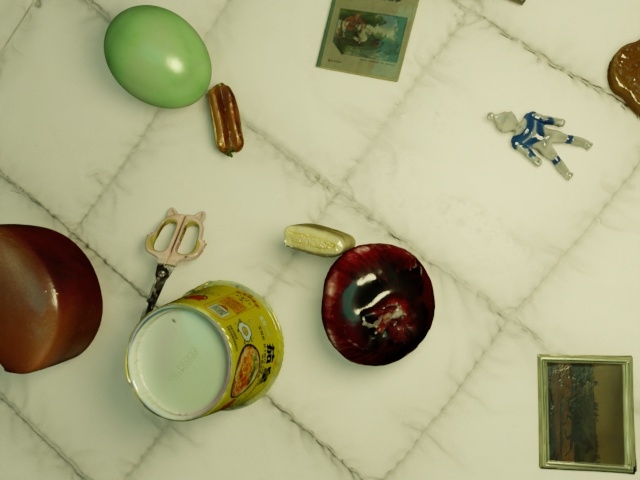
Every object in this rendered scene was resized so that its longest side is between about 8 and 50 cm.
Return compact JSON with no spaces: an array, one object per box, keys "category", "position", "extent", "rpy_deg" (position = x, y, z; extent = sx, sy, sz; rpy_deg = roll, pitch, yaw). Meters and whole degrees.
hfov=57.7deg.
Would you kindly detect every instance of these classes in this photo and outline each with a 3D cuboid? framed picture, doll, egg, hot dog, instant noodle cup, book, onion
[{"category":"framed picture","position":[0.574,0.373,1.256],"extent":[0.197,0.014,0.252],"rpy_deg":[-1,88,12]},{"category":"doll","position":[0.473,-0.232,1.279],"extent":[0.227,0.057,0.114],"rpy_deg":[30,101,3]},{"category":"egg","position":[-0.385,-0.434,1.389],"extent":[0.270,0.220,0.220],"rpy_deg":[35,96,3]},{"category":"hot dog","position":[-0.234,-0.294,1.434],"extent":[0.072,0.055,0.188],"rpy_deg":[-9,91,-18]},{"category":"instant noodle cup","position":[-0.271,0.257,1.325],"extent":[0.326,0.254,0.325],"rpy_deg":[0,88,13]},{"category":"book","position":[0.120,-0.531,1.381],"extent":[0.215,0.025,0.282],"rpy_deg":[13,93,14]},{"category":"onion","position":[0.132,0.141,1.235],"extent":[0.273,0.285,0.272],"rpy_deg":[-1,94,-14]}]

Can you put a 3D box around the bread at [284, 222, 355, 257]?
[{"category":"bread","position":[-0.001,0.000,1.311],"extent":[0.140,0.178,0.060],"rpy_deg":[16,95,13]}]

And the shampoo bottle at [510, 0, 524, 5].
[{"category":"shampoo bottle","position":[0.371,-0.613,1.311],"extent":[0.228,0.056,0.086],"rpy_deg":[27,92,12]}]

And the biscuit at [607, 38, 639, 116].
[{"category":"biscuit","position":[0.801,-0.352,1.201],"extent":[0.381,0.074,0.358],"rpy_deg":[8,89,15]}]

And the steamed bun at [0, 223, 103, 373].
[{"category":"steamed bun","position":[-0.699,0.120,1.430],"extent":[0.248,0.235,0.379],"rpy_deg":[-31,82,12]}]

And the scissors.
[{"category":"scissors","position":[-0.369,0.058,1.396],"extent":[0.160,0.024,0.317],"rpy_deg":[8,61,12]}]
